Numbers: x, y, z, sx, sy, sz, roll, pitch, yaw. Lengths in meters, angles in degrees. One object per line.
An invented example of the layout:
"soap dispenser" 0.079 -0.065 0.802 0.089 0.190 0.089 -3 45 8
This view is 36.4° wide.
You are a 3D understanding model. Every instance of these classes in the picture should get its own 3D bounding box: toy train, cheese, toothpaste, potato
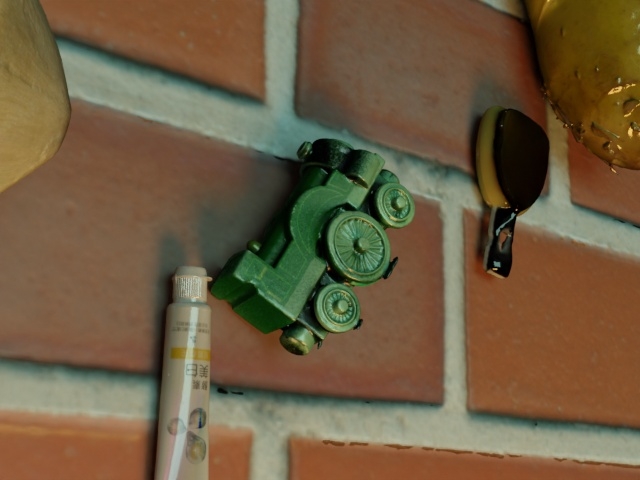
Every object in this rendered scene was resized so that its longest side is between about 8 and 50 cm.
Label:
"toy train" 0.000 0.000 0.742 0.105 0.071 0.178 37 58 -13
"cheese" 0.176 -0.042 0.911 0.086 0.036 0.162 27 63 -34
"toothpaste" -0.092 0.112 0.662 0.048 0.031 0.190 11 74 -40
"potato" 0.298 -0.215 0.987 0.173 0.140 0.300 -4 75 -32

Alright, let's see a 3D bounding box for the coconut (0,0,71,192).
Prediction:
"coconut" -0.234 -0.095 0.495 0.222 0.202 0.202 13 70 -35
